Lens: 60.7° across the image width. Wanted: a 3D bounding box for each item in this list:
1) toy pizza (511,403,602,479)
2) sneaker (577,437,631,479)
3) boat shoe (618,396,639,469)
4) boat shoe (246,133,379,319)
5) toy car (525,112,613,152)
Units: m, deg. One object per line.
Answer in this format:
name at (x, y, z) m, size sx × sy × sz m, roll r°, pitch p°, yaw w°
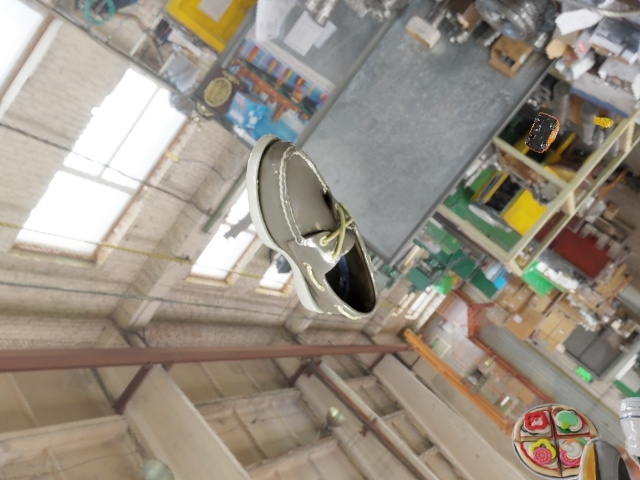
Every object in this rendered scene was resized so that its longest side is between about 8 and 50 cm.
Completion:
toy pizza at (0.559, 0.471, 1.303) m, size 0.032 × 0.201 × 0.201 m, roll 63°, pitch 173°, yaw -32°
sneaker at (0.235, 0.247, 0.389) m, size 0.215 × 0.083 × 0.084 m, roll -82°, pitch -23°, yaw -46°
boat shoe at (0.433, 0.276, 0.696) m, size 0.226 × 0.076 × 0.083 m, roll 37°, pitch 148°, yaw -29°
boat shoe at (0.002, -0.004, 0.657) m, size 0.091 × 0.109 × 0.305 m, roll 13°, pitch 148°, yaw 27°
toy car at (0.376, -0.159, 0.825) m, size 0.040 × 0.060 × 0.122 m, roll -10°, pitch -160°, yaw -42°
